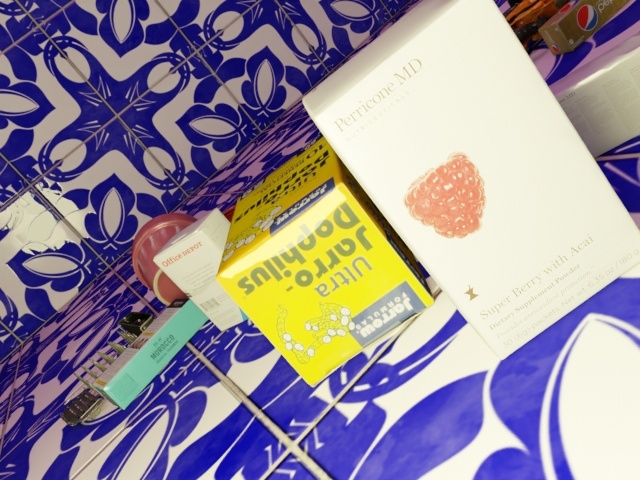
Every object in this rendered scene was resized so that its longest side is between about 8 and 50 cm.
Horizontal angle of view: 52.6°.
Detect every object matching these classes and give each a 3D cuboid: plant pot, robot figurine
[{"bbox_3d":[-0.339,0.060,1.529,0.201,0.201,0.180,-39,32,2],"label":"plant pot"},{"bbox_3d":[0.450,-0.457,1.332,0.291,0.085,0.211,-35,17,14],"label":"robot figurine"}]

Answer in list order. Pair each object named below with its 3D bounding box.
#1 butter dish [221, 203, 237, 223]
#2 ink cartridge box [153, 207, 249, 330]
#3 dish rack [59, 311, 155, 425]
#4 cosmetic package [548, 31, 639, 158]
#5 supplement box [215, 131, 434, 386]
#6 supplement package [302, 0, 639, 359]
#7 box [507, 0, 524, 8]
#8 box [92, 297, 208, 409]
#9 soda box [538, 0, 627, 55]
[{"bbox_3d":[-0.169,-0.001,1.440,0.160,0.118,0.159,-30,-21,33],"label":"butter dish"},{"bbox_3d":[-0.184,0.056,1.173,0.139,0.191,0.082,-27,21,34],"label":"ink cartridge box"},{"bbox_3d":[-0.464,0.276,1.409,0.271,0.074,0.208,-48,18,-25],"label":"dish rack"},{"bbox_3d":[0.389,-0.194,0.766,0.239,0.099,0.060,-30,20,27],"label":"cosmetic package"},{"bbox_3d":[0.000,0.000,0.924,0.194,0.195,0.356,-37,18,10],"label":"supplement box"},{"bbox_3d":[0.140,-0.069,0.635,0.177,0.293,0.175,-38,17,7],"label":"supplement package"},{"bbox_3d":[0.475,-0.621,1.532,0.077,0.180,0.147,-34,18,11],"label":"box"},{"bbox_3d":[-0.340,0.222,1.306,0.244,0.060,0.100,-48,19,-26],"label":"box"},{"bbox_3d":[0.493,-0.424,1.194,0.181,0.061,0.058,-42,16,-9],"label":"soda box"}]
